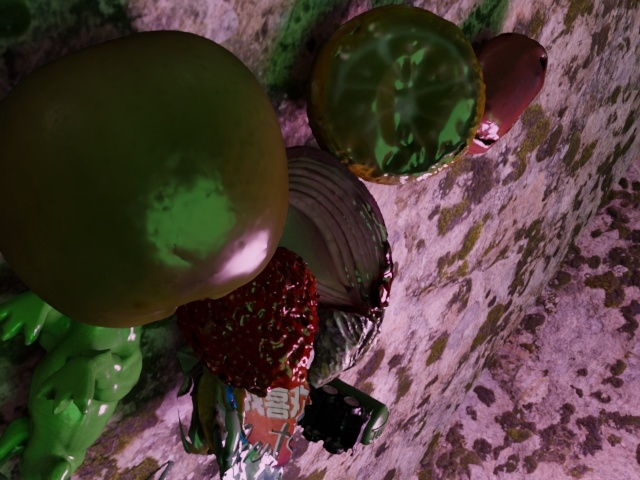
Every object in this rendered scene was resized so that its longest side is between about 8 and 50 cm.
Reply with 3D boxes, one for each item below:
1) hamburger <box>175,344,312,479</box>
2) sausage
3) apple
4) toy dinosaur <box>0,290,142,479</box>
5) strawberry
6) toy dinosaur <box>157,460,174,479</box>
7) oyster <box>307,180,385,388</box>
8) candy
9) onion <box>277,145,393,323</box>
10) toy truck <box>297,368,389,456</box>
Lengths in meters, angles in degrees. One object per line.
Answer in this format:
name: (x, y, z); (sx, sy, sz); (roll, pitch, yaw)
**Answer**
hamburger: (-0.127, 0.243, 1.060); (0.276, 0.151, 0.260); (-73, 147, -41)
sausage: (0.322, -0.282, 1.351); (0.279, 0.152, 0.152); (-50, 148, -20)
apple: (-0.155, -0.062, 0.688); (0.295, 0.233, 0.257); (-19, 86, -43)
toy dinosaur: (-0.248, 0.139, 0.908); (0.500, 0.144, 0.374); (-55, 166, -34)
strawberry: (-0.084, 0.102, 0.903); (0.184, 0.201, 0.187); (-40, 148, 14)
toy dinosaur: (-0.345, 0.464, 1.036); (0.383, 0.076, 0.129); (-33, 173, -29)
oyster: (0.035, 0.075, 1.158); (0.162, 0.158, 0.350); (-40, 138, -78)
candy: (0.107, -0.203, 1.012); (0.259, 0.260, 0.118); (-61, -166, 1)
onion: (0.000, 0.000, 1.014); (0.227, 0.283, 0.120); (-35, -167, 28)
toy truck: (-0.002, 0.279, 1.249); (0.125, 0.243, 0.101); (-22, 134, -65)
